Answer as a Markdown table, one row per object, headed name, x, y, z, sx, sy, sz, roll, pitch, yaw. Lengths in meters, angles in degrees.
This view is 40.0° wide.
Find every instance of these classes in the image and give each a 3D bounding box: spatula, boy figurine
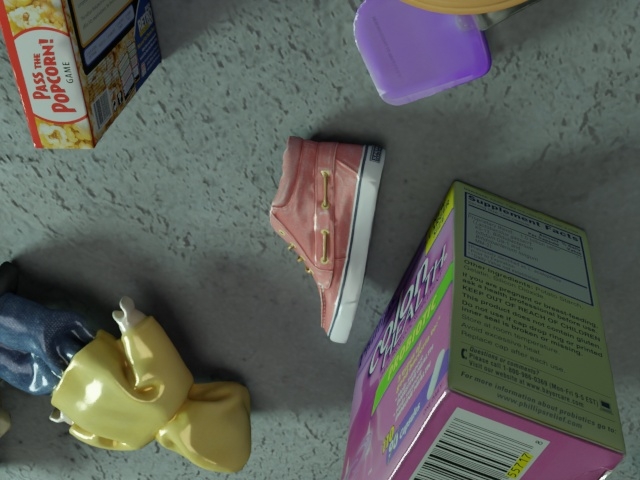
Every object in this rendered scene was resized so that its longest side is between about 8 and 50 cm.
| name | x | y | z | sx | sy | sz | roll | pitch | yaw |
| --- | --- | --- | --- | --- | --- | --- | --- | --- | --- |
| spatula | 0.158 | -0.174 | 0.585 | 0.296 | 0.030 | 0.084 | -20 | 113 | 22 |
| boy figurine | -0.186 | 0.123 | 0.811 | 0.285 | 0.092 | 0.177 | 25 | 124 | -8 |

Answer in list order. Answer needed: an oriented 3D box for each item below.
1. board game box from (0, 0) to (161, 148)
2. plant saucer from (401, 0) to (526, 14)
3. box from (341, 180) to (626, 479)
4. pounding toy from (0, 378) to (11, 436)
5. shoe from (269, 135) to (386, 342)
| name | x | y | z | sx | sy | sz | roll | pitch | yaw |
| --- | --- | --- | --- | --- | --- | --- | --- | --- | --- |
| board game box | -0.159 | -0.178 | 0.569 | 0.045 | 0.146 | 0.193 | 1 | 123 | 9 |
| plant saucer | 0.089 | -0.236 | 0.533 | 0.200 | 0.037 | 0.200 | 6 | 116 | 11 |
| box | 0.107 | 0.116 | 0.660 | 0.117 | 0.243 | 0.213 | 21 | 125 | -4 |
| pounding toy | -0.394 | 0.167 | 0.892 | 0.154 | 0.155 | 0.269 | -12 | 136 | -16 |
| shoe | 0.000 | 0.000 | 0.714 | 0.081 | 0.063 | 0.178 | 11 | 119 | 5 |
